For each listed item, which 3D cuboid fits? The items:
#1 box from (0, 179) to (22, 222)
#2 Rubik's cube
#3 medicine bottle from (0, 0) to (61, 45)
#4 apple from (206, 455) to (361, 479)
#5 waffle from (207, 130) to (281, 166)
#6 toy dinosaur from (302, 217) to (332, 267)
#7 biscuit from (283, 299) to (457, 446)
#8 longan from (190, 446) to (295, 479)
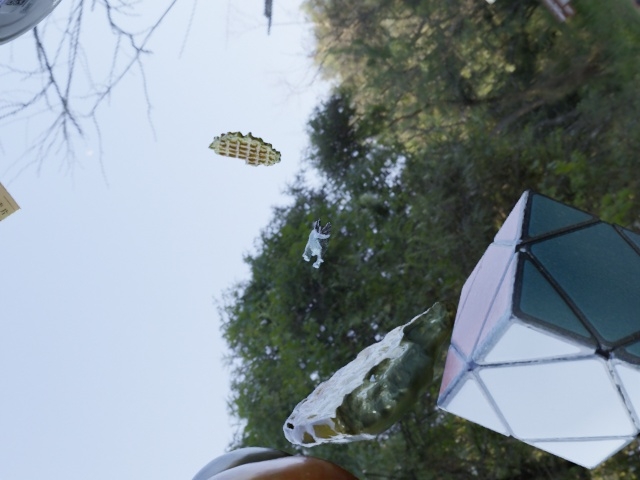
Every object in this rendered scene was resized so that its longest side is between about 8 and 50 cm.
[{"bbox_3d":[-0.401,-0.059,0.777,0.093,0.058,0.015,57,173,-14],"label":"box"},{"bbox_3d":[0.279,0.105,0.776,0.205,0.207,0.205,22,-134,1],"label":"Rubik's cube"},{"bbox_3d":[-0.326,-0.284,0.565,0.215,0.135,0.135,48,-154,-9],"label":"medicine bottle"},{"bbox_3d":[-0.040,0.317,0.572,0.242,0.241,0.242,6,-122,-9],"label":"apple"},{"bbox_3d":[-0.090,-0.112,0.826,0.085,0.078,0.016,21,-110,-36],"label":"waffle"},{"bbox_3d":[-0.002,-0.001,1.241,0.039,0.082,0.209,19,170,-2],"label":"toy dinosaur"},{"bbox_3d":[0.090,0.206,1.020,0.078,0.335,0.329,54,171,0],"label":"biscuit"},{"bbox_3d":[-0.094,0.373,0.875,0.196,0.220,0.196,155,90,-85],"label":"longan"}]
